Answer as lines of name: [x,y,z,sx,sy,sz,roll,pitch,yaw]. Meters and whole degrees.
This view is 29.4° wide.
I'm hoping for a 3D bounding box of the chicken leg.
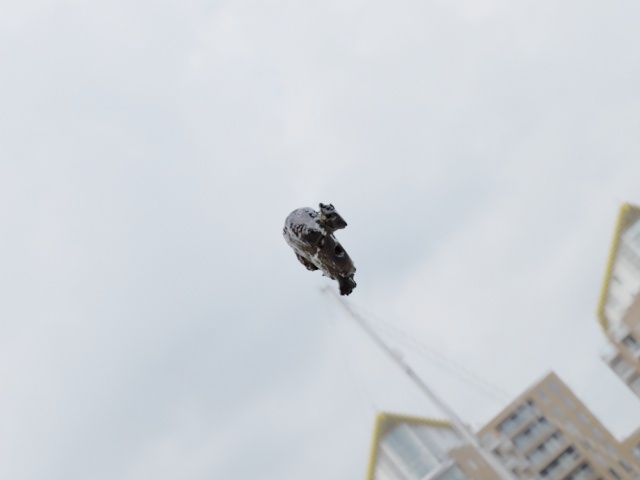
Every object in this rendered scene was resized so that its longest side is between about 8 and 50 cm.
chicken leg: [0.000,0.000,1.546,0.051,0.106,0.253,-50,-16,-11]
